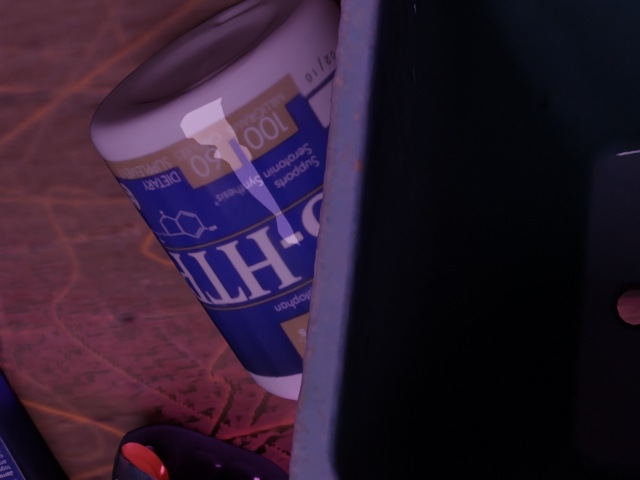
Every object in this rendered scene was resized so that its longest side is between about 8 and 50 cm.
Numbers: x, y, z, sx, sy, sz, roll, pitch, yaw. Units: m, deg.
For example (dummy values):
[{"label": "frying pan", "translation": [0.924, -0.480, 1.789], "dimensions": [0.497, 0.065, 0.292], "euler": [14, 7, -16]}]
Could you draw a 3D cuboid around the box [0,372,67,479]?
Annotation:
[{"label": "box", "translation": [-0.222, 0.092, 0.811], "dimensions": [0.136, 0.036, 0.225], "euler": [-18, 113, 17]}]

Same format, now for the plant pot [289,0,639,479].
[{"label": "plant pot", "translation": [0.145, 0.000, 0.528], "dimensions": [0.247, 0.247, 0.252], "euler": [3, 165, 12]}]

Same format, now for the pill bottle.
[{"label": "pill bottle", "translation": [0.000, 0.000, 0.661], "dimensions": [0.112, 0.112, 0.186], "euler": [-23, 112, 25]}]

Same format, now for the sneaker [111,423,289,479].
[{"label": "sneaker", "translation": [-0.121, 0.183, 0.773], "dimensions": [0.321, 0.124, 0.180], "euler": [-9, 113, -17]}]
